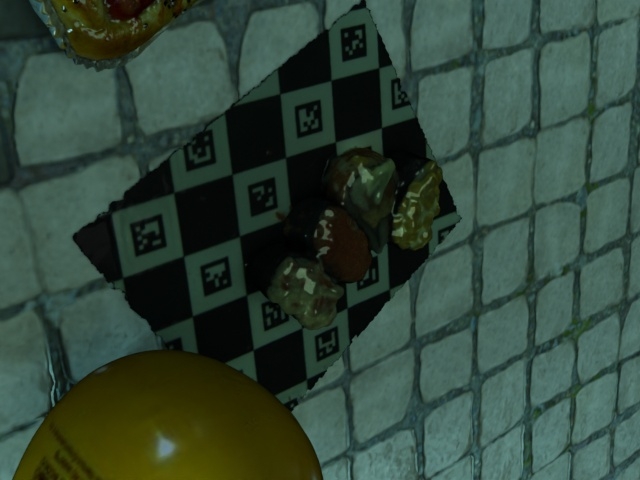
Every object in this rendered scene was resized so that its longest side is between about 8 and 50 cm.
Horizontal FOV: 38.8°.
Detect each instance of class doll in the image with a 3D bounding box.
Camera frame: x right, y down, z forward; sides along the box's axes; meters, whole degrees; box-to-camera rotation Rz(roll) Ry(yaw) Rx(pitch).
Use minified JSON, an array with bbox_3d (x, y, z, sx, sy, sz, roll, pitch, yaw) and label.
[{"bbox_3d":[-0.078,0.182,0.599,0.236,0.213,0.213,30,86,-45],"label":"doll"}]

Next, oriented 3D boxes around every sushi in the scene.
[{"bbox_3d":[0.000,0.000,0.705,0.290,0.050,0.264,-44,129,-18],"label":"sushi"}]

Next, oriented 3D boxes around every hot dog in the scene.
[{"bbox_3d":[-0.096,-0.186,0.553,0.191,0.059,0.108,-44,133,-22],"label":"hot dog"}]
